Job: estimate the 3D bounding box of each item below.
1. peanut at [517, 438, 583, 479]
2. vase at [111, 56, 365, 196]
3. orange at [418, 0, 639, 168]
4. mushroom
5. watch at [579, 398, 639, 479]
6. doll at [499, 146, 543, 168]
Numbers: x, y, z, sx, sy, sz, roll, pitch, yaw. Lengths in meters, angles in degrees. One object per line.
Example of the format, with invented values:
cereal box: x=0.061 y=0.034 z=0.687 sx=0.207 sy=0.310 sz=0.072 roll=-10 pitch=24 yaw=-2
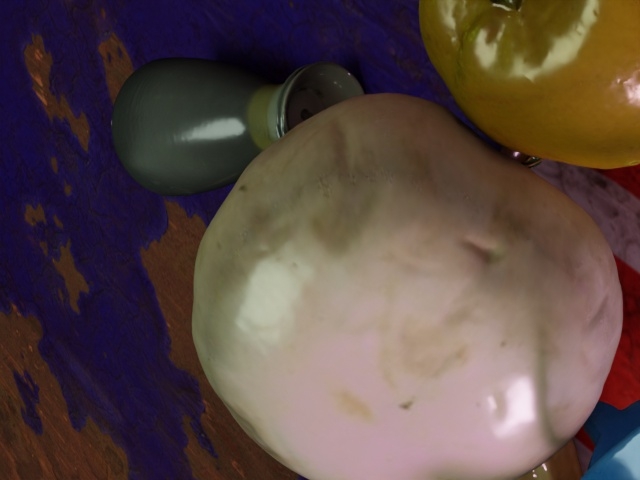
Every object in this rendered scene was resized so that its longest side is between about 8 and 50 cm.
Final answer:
peanut: x=0.179 y=0.224 z=1.349 sx=0.158 sy=0.174 sz=0.340 roll=-6 pitch=106 yaw=50
vase: x=-0.090 y=-0.138 z=1.583 sx=0.321 sy=0.173 sz=0.173 roll=1 pitch=108 yaw=50
orange: x=0.200 y=-0.188 z=1.025 sx=0.279 sy=0.235 sz=0.279 roll=24 pitch=125 yaw=40
mushroom: x=0.077 y=0.030 z=1.138 sx=0.353 sy=0.353 sz=0.325 roll=51 pitch=165 yaw=27
watch: x=0.289 y=0.199 z=1.041 sx=0.241 sy=0.305 sz=0.274 roll=55 pitch=153 yaw=21
doll: x=0.199 y=-0.103 z=1.222 sx=0.076 sy=0.078 sz=0.113 roll=18 pitch=120 yaw=52
